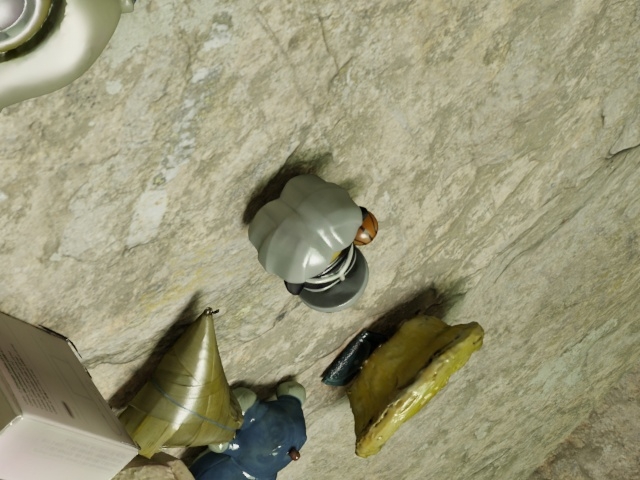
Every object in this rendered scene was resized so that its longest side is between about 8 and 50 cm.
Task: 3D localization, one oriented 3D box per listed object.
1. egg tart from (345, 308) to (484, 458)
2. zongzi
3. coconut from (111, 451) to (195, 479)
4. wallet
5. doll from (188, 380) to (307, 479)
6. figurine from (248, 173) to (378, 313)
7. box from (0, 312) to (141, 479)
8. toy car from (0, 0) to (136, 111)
[{"bbox_3d":[0.158,0.249,2.056,0.345,0.132,0.345,-44,166,-13],"label":"egg tart"},{"bbox_3d":[-0.169,0.205,1.699,0.228,0.115,0.256,9,114,-58],"label":"zongzi"},{"bbox_3d":[-0.308,0.461,1.674,0.309,0.297,0.297,8,125,-53],"label":"coconut"},{"bbox_3d":[0.064,0.220,2.048,0.129,0.026,0.088,-49,150,12],"label":"wallet"},{"bbox_3d":[-0.129,0.373,1.929,0.228,0.154,0.258,-1,138,-54],"label":"doll"},{"bbox_3d":[0.000,0.000,1.583,0.176,0.133,0.236,-47,153,-7],"label":"figurine"},{"bbox_3d":[-0.359,0.190,1.344,0.106,0.203,0.251,-42,150,4],"label":"box"},{"bbox_3d":[-0.321,-0.158,0.892,0.336,0.242,0.226,-38,148,-3],"label":"toy car"}]
